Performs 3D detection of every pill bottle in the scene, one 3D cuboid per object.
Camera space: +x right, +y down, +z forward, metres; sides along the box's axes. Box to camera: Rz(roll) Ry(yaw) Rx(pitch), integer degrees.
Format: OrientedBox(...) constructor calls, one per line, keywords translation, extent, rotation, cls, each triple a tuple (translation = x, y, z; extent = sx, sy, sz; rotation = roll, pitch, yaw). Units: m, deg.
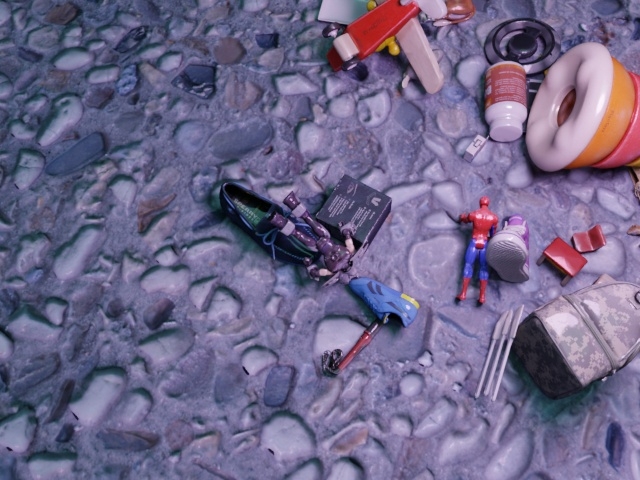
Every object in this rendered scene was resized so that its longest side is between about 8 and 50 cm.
OrientedBox(translation=(0.544, -0.406, 1.872), extent=(0.121, 0.121, 0.216), rotation=(4, 68, 4), cls="pill bottle")

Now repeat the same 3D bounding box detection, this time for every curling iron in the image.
OrientedBox(translation=(0.109, 0.247, 1.669), extent=(0.274, 0.035, 0.068), rotation=(-41, 72, -13), cls="curling iron")

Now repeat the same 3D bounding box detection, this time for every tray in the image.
OrientedBox(translation=(0.137, -0.749, 2.077), extent=(0.270, 0.030, 0.145), rotation=(11, 69, 6), cls="tray")

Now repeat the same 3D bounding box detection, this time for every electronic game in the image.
OrientedBox(translation=(0.631, -0.606, 1.988), extent=(0.229, 0.048, 0.229), rotation=(-5, 63, 9), cls="electronic game")

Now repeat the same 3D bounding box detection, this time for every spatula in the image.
OrientedBox(translation=(0.442, 0.281, 1.578), extent=(0.019, 0.168, 0.242), rotation=(21, 78, -2), cls="spatula")

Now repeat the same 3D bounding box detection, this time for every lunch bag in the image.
OrientedBox(translation=(0.629, 0.226, 1.513), extent=(0.256, 0.305, 0.213), rotation=(-29, 70, -8), cls="lunch bag")

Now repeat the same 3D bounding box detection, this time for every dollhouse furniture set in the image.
OrientedBox(translation=(0.784, 0.089, 1.643), extent=(0.201, 0.152, 0.374), rotation=(-42, 72, -14), cls="dollhouse furniture set")

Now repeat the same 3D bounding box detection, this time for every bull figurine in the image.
OrientedBox(translation=(0.380, -0.825, 2.063), extent=(0.188, 0.101, 0.310), rotation=(-22, 66, -3), cls="bull figurine")

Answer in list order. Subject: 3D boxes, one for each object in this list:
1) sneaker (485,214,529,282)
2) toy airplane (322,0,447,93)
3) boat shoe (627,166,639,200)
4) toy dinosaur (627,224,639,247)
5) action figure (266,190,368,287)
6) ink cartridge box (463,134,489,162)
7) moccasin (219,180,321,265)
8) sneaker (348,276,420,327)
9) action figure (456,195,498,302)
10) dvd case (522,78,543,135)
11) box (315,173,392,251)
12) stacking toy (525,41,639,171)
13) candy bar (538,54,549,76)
OrientedBox(translation=(0.483, -0.007, 1.631), extent=(0.102, 0.282, 0.161), rotation=(2, 71, 21), cls="sneaker")
OrientedBox(translation=(0.222, -0.663, 1.888), extent=(0.384, 0.272, 0.386), rotation=(20, 114, 21), cls="toy airplane")
OrientedBox(translation=(0.898, -0.167, 1.798), extent=(0.048, 0.056, 0.153), rotation=(0, 65, 10), cls="boat shoe")
OrientedBox(translation=(0.939, 0.017, 1.715), extent=(0.211, 0.064, 0.112), rotation=(24, 70, 11), cls="toy dinosaur")
OrientedBox(translation=(0.000, 0.000, 1.666), extent=(0.285, 0.099, 0.185), rotation=(43, 88, -8), cls="action figure")
OrientedBox(translation=(0.455, -0.273, 1.860), extent=(0.028, 0.048, 0.083), rotation=(37, 73, 15), cls="ink cartridge box")
OrientedBox(translation=(-0.150, -0.043, 1.753), extent=(0.342, 0.117, 0.138), rotation=(29, 71, 11), cls="moccasin")
OrientedBox(translation=(0.153, 0.161, 1.664), extent=(0.209, 0.069, 0.082), rotation=(24, 64, 27), cls="sneaker")
OrientedBox(translation=(0.421, 0.021, 1.731), extent=(0.091, 0.139, 0.281), rotation=(9, 91, 3), cls="action figure")
OrientedBox(translation=(0.720, -0.388, 1.898), extent=(0.238, 0.029, 0.179), rotation=(8, 75, 5), cls="dvd case")
OrientedBox(translation=(0.093, -0.074, 1.770), extent=(0.158, 0.093, 0.156), rotation=(29, 73, 14), cls="box")
OrientedBox(translation=(0.845, -0.304, 1.735), extent=(0.479, 0.350, 0.351), rotation=(15, 68, -10), cls="stacking toy")
OrientedBox(translation=(0.708, -0.511, 1.963), extent=(0.040, 0.018, 0.162), rotation=(-5, 68, 1), cls="candy bar")
